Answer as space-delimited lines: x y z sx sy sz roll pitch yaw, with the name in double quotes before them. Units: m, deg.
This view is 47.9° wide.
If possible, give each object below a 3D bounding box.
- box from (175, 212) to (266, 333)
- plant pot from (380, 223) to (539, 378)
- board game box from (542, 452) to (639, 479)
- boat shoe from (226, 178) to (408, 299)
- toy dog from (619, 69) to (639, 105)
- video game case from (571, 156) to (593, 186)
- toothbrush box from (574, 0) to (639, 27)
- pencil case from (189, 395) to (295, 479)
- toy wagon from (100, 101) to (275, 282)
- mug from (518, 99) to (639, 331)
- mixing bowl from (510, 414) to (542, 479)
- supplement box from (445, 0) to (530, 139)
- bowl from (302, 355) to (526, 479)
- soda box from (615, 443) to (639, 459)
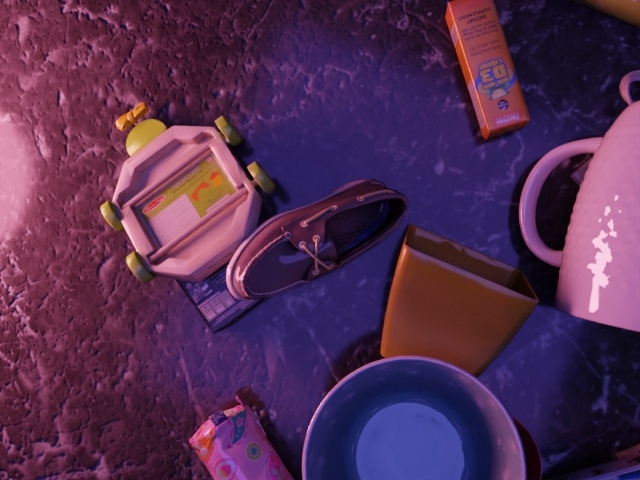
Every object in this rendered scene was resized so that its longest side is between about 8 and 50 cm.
"box" -0.147 0.048 1.241 0.180 0.077 0.147 -37 86 2
"plant pot" 0.201 0.112 1.164 0.212 0.212 0.187 23 103 4
"board game box" 0.439 0.468 1.151 0.305 0.053 0.193 -26 87 25
"boat shoe" 0.000 0.000 1.156 0.324 0.096 0.117 -30 115 -25
"toy dog" 0.675 -0.242 1.143 0.333 0.161 0.220 38 76 2
"video game case" 0.580 -0.090 1.223 0.206 0.026 0.227 -39 86 2
"toothbrush box" 0.461 -0.515 1.194 0.283 0.122 0.206 23 90 3
"pencil case" -0.099 0.407 1.209 0.124 0.124 0.284 -36 85 2
"toy wagon" -0.242 -0.098 1.222 0.267 0.068 0.344 -36 62 2
"mug" 0.482 -0.040 1.102 0.374 0.276 0.328 12 93 41
"mixing bowl" 0.266 0.363 1.189 0.181 0.098 0.181 -1 82 9
"supplement box" 0.283 -0.296 1.222 0.078 0.080 0.233 -18 90 5
"bowl" 0.135 0.330 1.077 0.311 0.163 0.312 -1 80 5
"soda box" 0.598 0.470 1.174 0.098 0.091 0.286 -23 87 3
